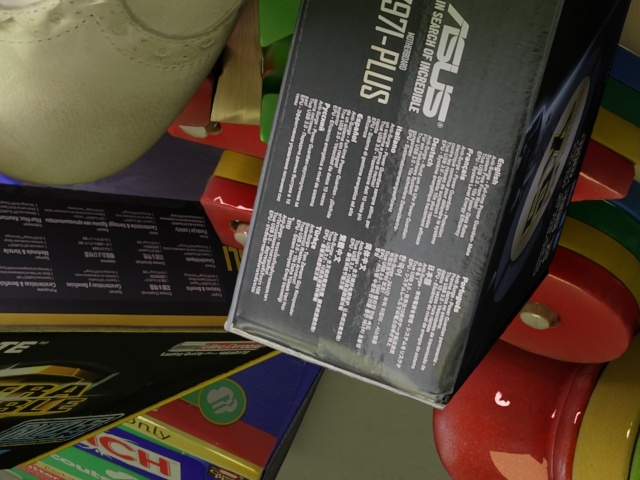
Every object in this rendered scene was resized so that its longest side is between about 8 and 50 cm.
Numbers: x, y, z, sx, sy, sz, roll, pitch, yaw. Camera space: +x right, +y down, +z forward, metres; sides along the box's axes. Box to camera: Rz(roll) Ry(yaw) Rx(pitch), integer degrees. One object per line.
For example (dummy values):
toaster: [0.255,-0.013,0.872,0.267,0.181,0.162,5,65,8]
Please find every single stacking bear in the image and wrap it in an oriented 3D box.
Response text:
stacking bear: [0.187,0.106,0.875,0.289,0.164,0.175,11,153,39]

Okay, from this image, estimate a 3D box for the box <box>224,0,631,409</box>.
box: [0.047,-0.060,0.563,0.077,0.180,0.147,19,-160,14]

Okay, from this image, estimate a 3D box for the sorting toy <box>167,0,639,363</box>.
sorting toy: [0.048,-0.046,0.763,0.255,0.089,0.257,15,154,22]

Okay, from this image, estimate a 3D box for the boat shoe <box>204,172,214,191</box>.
boat shoe: [0.001,0.001,0.958,0.153,0.048,0.056,19,156,14]

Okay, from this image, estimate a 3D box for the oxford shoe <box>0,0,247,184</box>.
oxford shoe: [-0.045,-0.138,0.413,0.140,0.146,0.397,0,138,-17]

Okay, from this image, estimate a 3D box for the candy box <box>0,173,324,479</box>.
candy box: [-0.150,0.104,1.230,0.268,0.122,0.317,25,155,3]

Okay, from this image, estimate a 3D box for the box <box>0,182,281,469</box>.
box: [-0.195,0.054,0.871,0.257,0.079,0.322,-24,163,34]

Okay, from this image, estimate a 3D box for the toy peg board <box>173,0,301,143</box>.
toy peg board: [-0.059,-0.109,0.591,0.160,0.079,0.161,4,114,-2]
